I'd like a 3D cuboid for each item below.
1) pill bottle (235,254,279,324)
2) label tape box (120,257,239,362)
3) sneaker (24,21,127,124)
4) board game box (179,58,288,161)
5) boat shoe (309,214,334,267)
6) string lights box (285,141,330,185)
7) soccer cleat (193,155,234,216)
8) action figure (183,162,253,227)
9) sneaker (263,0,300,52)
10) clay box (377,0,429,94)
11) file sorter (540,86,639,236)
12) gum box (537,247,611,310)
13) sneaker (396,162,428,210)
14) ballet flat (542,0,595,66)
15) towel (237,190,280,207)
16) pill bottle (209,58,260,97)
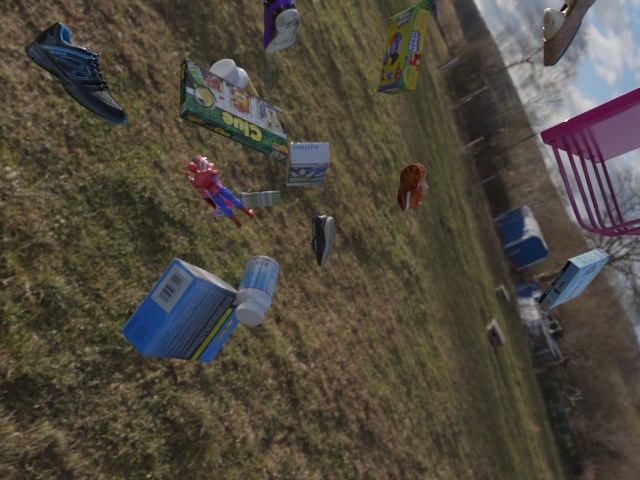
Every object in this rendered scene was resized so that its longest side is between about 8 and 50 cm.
[{"bbox_3d":[-0.155,0.120,1.218,0.087,0.087,0.160,47,36,-32],"label":"pill bottle"},{"bbox_3d":[-0.361,0.211,1.428,0.105,0.241,0.333,35,-4,24],"label":"label tape box"},{"bbox_3d":[-0.688,-0.482,1.472,0.341,0.140,0.125,43,-1,-9],"label":"sneaker"},{"bbox_3d":[-0.177,-0.269,1.071,0.259,0.030,0.136,17,58,-42],"label":"board game box"},{"bbox_3d":[0.000,0.000,1.606,0.075,0.064,0.206,-59,162,-44],"label":"boat shoe"},{"bbox_3d":[-0.050,-0.269,1.797,0.260,0.133,0.077,123,-36,-77],"label":"string lights box"},{"bbox_3d":[-0.397,-0.195,1.790,0.095,0.083,0.248,-29,76,-24],"label":"soccer cleat"},{"bbox_3d":[-0.348,-0.173,1.675,0.280,0.091,0.139,48,2,-42],"label":"action figure"},{"bbox_3d":[-0.147,-0.759,1.724,0.146,0.102,0.293,68,-18,-1],"label":"sneaker"},{"bbox_3d":[0.210,-0.492,1.285,0.053,0.222,0.127,6,8,-20],"label":"clay box"},{"bbox_3d":[0.521,-0.111,0.790,0.290,0.202,0.182,0,73,-46],"label":"file sorter"},{"bbox_3d":[0.703,0.106,1.398,0.184,0.157,0.041,-12,45,-38],"label":"gum box"},{"bbox_3d":[0.225,-0.133,1.193,0.175,0.067,0.064,93,-28,-68],"label":"sneaker"},{"bbox_3d":[0.687,-0.646,1.397,0.106,0.316,0.108,20,31,-9],"label":"ballet flat"},{"bbox_3d":[-0.220,-0.150,1.824,0.113,0.151,0.023,105,-21,-73],"label":"towel"},{"bbox_3d":[-0.251,-0.437,1.530,0.215,0.117,0.117,59,17,-54],"label":"pill bottle"}]
